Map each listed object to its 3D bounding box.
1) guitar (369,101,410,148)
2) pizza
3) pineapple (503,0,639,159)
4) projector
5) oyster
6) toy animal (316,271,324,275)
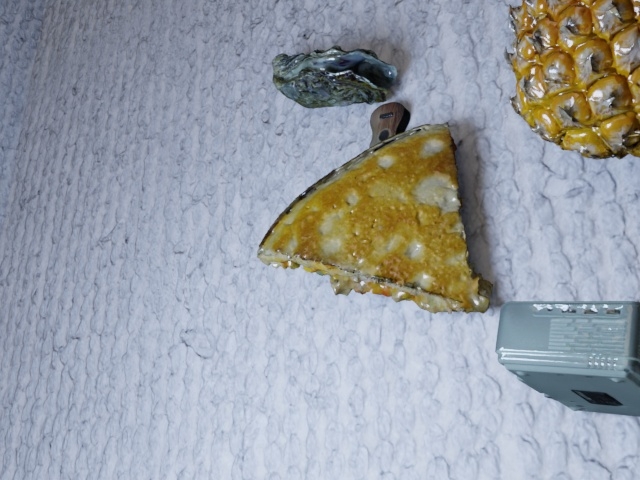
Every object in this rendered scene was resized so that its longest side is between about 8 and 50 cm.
[{"bbox_3d":[0.127,-0.162,1.569,0.083,0.038,0.271,-8,60,39],"label":"guitar"},{"bbox_3d":[0.141,0.010,1.387,0.439,0.130,0.406,-35,61,-6],"label":"pizza"},{"bbox_3d":[0.451,-0.292,1.141,0.352,0.300,0.352,-5,29,3],"label":"pineapple"},{"bbox_3d":[0.371,0.165,1.025,0.191,0.256,0.099,-2,66,41],"label":"projector"},{"bbox_3d":[0.006,-0.367,1.697,0.350,0.162,0.158,18,59,43],"label":"oyster"},{"bbox_3d":[0.000,0.000,1.569,0.218,0.103,0.101,-30,31,28],"label":"toy animal"}]
